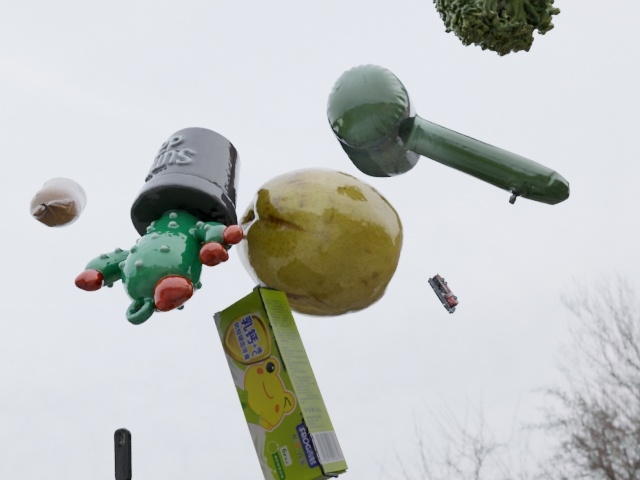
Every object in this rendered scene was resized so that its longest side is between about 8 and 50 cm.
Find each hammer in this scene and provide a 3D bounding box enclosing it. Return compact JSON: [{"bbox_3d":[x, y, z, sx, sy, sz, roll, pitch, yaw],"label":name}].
[{"bbox_3d":[0.171,-0.117,0.990,0.335,0.119,0.206,26,-3,20],"label":"hammer"}]

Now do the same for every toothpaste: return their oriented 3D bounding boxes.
[{"bbox_3d":[-0.068,0.240,1.179,0.110,0.328,0.077,-33,-25,25],"label":"toothpaste"}]

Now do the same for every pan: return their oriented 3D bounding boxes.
[{"bbox_3d":[-0.289,0.391,1.068,0.136,0.235,0.028,-1,4,16],"label":"pan"}]

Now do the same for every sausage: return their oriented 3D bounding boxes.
[{"bbox_3d":[-0.598,-0.083,1.669,0.112,0.112,0.328,4,9,-14],"label":"sausage"}]

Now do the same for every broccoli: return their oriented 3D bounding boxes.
[{"bbox_3d":[0.326,-0.421,1.287,0.242,0.180,0.273,-11,5,-34],"label":"broccoli"}]

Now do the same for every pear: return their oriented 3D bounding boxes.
[{"bbox_3d":[0.000,0.000,1.392,0.314,0.314,0.314,-4,-34,-2],"label":"pear"}]

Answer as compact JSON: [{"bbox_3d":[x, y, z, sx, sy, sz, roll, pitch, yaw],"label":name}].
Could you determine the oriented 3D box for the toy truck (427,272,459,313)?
[{"bbox_3d":[0.238,0.103,1.404,0.032,0.083,0.024,-22,-24,-24],"label":"toy truck"}]

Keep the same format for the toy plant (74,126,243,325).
[{"bbox_3d":[-0.249,-0.014,1.245,0.279,0.400,0.185,2,-43,5],"label":"toy plant"}]
